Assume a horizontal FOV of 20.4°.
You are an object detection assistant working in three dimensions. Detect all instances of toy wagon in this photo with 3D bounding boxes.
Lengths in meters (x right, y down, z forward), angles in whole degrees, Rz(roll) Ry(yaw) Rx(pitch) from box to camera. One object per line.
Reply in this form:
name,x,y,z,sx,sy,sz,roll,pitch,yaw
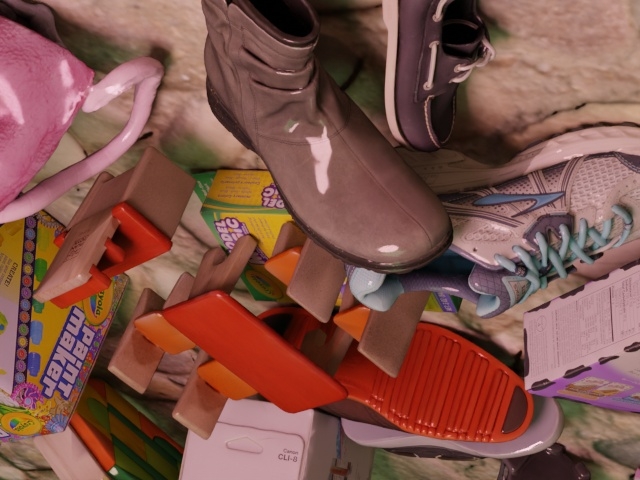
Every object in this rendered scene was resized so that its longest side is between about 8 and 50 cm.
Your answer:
toy wagon,-0.152,0.269,1.788,0.344,0.068,0.267,43,-172,-20

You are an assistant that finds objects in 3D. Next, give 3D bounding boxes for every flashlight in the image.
flashlight,0.222,0.312,1.779,0.103,0.103,0.304,-7,147,-6

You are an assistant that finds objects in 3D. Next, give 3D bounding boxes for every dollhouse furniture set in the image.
dollhouse furniture set,-0.090,0.060,1.424,0.259,0.135,0.262,40,142,-23

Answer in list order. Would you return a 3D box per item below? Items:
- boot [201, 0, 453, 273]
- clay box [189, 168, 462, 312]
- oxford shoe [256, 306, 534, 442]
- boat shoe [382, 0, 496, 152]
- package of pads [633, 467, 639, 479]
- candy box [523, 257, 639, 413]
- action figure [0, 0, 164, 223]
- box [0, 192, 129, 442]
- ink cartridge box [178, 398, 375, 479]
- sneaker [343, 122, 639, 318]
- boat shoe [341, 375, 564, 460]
boot,-0.009,-0.093,1.211,0.246,0.083,0.161,44,161,26
clay box,0.000,0.000,1.462,0.222,0.053,0.127,1,143,27
oxford shoe,0.066,0.126,1.601,0.271,0.097,0.098,16,163,21
boat shoe,0.083,-0.128,1.197,0.065,0.075,0.206,13,144,17
package of pads,0.334,0.244,1.669,0.083,0.032,0.050,10,146,17
candy box,0.278,0.072,1.353,0.165,0.070,0.196,13,155,-28
action figure,-0.311,0.003,1.339,0.276,0.370,0.248,20,149,0
box,-0.392,0.055,1.653,0.290,0.177,0.279,-15,135,43
ink cartridge box,-0.041,0.225,1.711,0.128,0.127,0.176,6,169,24
sneaker,0.150,0.001,1.278,0.283,0.122,0.110,-7,140,12
boat shoe,0.130,0.170,1.638,0.229,0.080,0.076,-8,157,33
